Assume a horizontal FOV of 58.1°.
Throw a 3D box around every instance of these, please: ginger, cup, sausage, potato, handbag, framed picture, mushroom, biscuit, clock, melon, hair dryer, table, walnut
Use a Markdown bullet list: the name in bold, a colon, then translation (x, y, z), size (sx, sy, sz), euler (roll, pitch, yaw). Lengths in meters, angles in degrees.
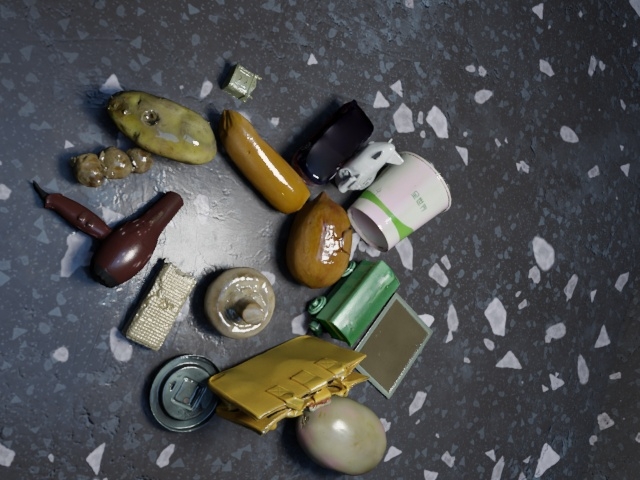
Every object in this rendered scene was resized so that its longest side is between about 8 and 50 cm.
- **ginger**: translation (-0.532, -0.194, 1.488), size (0.204, 0.080, 0.104), euler (-24, 65, -37)
- **cup**: translation (0.246, -0.114, 1.870), size (0.274, 0.253, 0.253), euler (-42, 111, -17)
- **sausage**: translation (-0.177, -0.225, 1.670), size (0.354, 0.134, 0.116), euler (47, 65, -23)
- **potato**: translation (-0.412, -0.294, 1.512), size (0.296, 0.191, 0.141), euler (26, 118, -24)
- **handbag**: translation (-0.086, 0.405, 1.623), size (0.401, 0.283, 0.133), euler (-17, 102, -39)
- **framed picture**: translation (0.245, 0.362, 1.993), size (0.232, 0.019, 0.296), euler (47, 69, -22)
- **mushroom**: translation (-0.214, 0.180, 1.608), size (0.207, 0.215, 0.207), euler (-3, 98, -24)
- **biscuit**: translation (-0.434, 0.174, 1.564), size (0.108, 0.062, 0.239), euler (34, 73, -26)
- **clock**: translation (-0.375, 0.423, 1.614), size (0.215, 0.042, 0.215), euler (-1, 91, -31)
- **melon**: translation (0.066, 0.598, 1.774), size (0.317, 0.223, 0.223), euler (33, 74, -32)
- **hair dryer**: translation (-0.562, -0.077, 1.483), size (0.340, 0.123, 0.312), euler (38, 61, -14)
- **table**: translation (-0.229, -0.457, 1.679), size (0.083, 0.062, 0.079), euler (28, 77, -28)
- **walnut**: translation (0.000, 0.000, 1.743), size (0.203, 0.203, 0.298), euler (2, 97, -31)

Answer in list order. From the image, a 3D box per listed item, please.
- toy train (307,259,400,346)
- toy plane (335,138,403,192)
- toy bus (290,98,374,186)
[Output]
- **toy train**: translation (0.092, 0.182, 1.797), size (0.301, 0.202, 0.120), euler (-48, 117, -21)
- **toy plane**: translation (0.143, -0.229, 1.804), size (0.117, 0.244, 0.245), euler (44, 69, -11)
- **toy bus**: translation (0.033, -0.293, 1.784), size (0.127, 0.147, 0.303), euler (46, 70, -14)
